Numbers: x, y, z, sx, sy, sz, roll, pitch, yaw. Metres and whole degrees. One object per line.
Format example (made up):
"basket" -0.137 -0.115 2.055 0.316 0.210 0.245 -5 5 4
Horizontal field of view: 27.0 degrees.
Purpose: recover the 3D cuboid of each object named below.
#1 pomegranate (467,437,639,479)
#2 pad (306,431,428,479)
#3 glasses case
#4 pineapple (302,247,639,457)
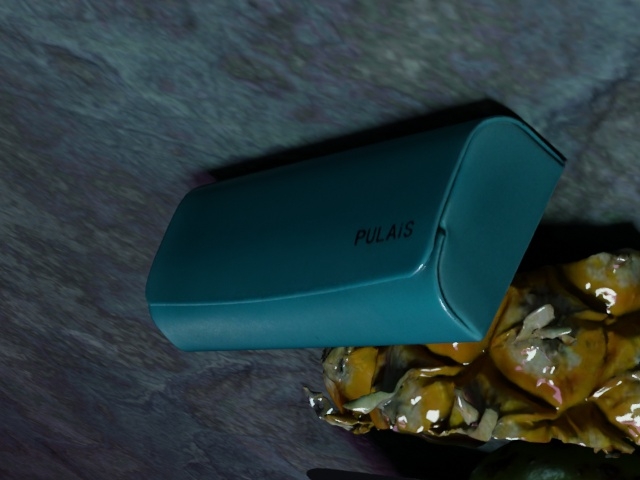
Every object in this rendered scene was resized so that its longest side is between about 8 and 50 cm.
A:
"pomegranate" 0.176 0.240 0.999 0.286 0.231 0.231 4 150 49
"pad" 0.205 0.264 1.286 0.375 0.063 0.315 3 151 26
"glasses case" -0.001 0.001 0.781 0.070 0.117 0.301 40 154 -27
"pineapple" 0.112 0.070 0.787 0.236 0.114 0.186 -4 167 33
